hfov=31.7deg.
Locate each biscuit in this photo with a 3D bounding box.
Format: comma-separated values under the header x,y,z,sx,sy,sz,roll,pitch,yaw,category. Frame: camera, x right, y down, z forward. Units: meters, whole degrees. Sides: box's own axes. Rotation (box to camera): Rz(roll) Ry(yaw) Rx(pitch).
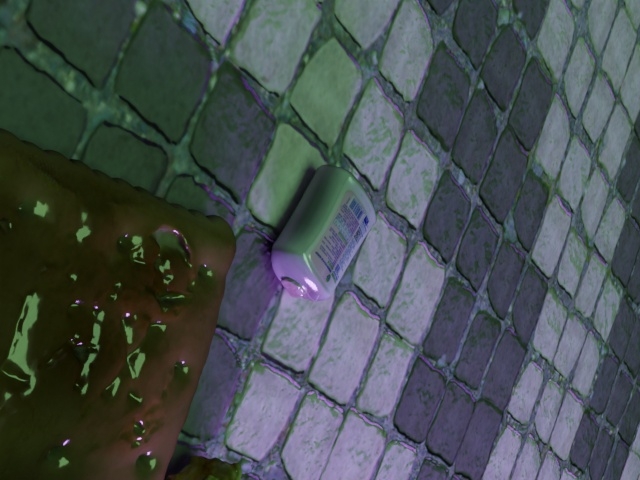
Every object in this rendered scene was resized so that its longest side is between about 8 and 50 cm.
x,y,z,sx,sy,sz,roll,pitch,yaw,category
-0.169,0.053,0.650,0.325,0.044,0.217,26,79,-55,biscuit

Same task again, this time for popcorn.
x,y,z,sx,sy,sz,roll,pitch,yaw,category
-0.084,0.195,0.809,0.068,0.059,0.083,19,94,-56,popcorn

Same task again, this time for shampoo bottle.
x,y,z,sx,sy,sz,roll,pitch,yaw,category
0.000,0.000,0.875,0.099,0.043,0.072,-60,142,-22,shampoo bottle
